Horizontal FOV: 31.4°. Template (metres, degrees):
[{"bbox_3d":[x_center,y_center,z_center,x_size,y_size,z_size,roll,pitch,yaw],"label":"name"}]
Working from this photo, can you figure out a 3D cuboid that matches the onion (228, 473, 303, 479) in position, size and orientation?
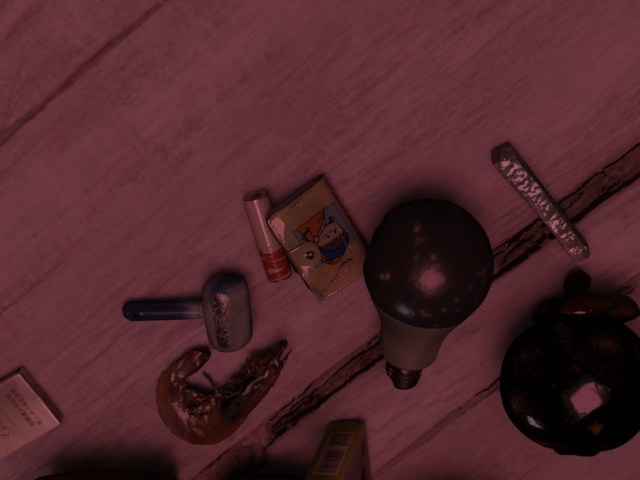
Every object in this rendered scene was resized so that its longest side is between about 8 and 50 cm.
[{"bbox_3d":[-0.083,0.443,1.760,0.183,0.147,0.184,2,139,1],"label":"onion"}]

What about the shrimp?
[{"bbox_3d":[-0.149,0.215,1.714,0.143,0.052,0.251,42,107,-14],"label":"shrimp"}]

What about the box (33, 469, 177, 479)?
[{"bbox_3d":[-0.344,0.488,1.713,0.216,0.301,0.301,8,113,3],"label":"box"}]

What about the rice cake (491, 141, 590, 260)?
[{"bbox_3d":[0.314,-0.051,1.613,0.034,0.043,0.211,-35,109,21],"label":"rice cake"}]

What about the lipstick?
[{"bbox_3d":[-0.075,-0.006,1.627,0.038,0.038,0.131,-14,112,5],"label":"lipstick"}]

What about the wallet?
[{"bbox_3d":[0.000,0.000,1.614,0.110,0.039,0.155,-37,110,-12],"label":"wallet"}]

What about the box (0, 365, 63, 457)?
[{"bbox_3d":[-0.507,0.282,1.748,0.198,0.029,0.109,-30,110,10],"label":"box"}]

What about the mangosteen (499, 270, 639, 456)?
[{"bbox_3d":[0.368,0.175,1.632,0.228,0.228,0.266,2,80,-2],"label":"mangosteen"}]

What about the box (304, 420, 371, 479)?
[{"bbox_3d":[0.032,0.432,1.737,0.062,0.175,0.261,0,114,16],"label":"box"}]

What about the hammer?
[{"bbox_3d":[-0.197,0.106,1.665,0.193,0.069,0.116,-1,114,8],"label":"hammer"}]

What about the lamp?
[{"bbox_3d":[0.140,0.070,1.624,0.181,0.182,0.314,7,146,-4],"label":"lamp"}]
